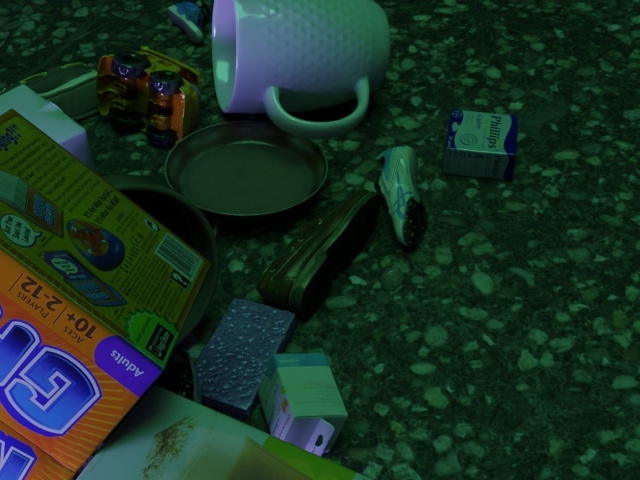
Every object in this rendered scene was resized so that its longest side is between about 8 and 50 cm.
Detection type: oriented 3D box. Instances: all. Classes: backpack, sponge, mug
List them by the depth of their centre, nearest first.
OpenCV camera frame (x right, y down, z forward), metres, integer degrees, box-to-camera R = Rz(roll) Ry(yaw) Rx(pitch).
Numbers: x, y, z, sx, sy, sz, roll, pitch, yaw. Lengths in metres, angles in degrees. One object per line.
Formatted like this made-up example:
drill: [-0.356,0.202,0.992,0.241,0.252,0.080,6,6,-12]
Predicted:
backpack: [-0.246,0.254,1.565,0.152,0.115,0.182,5,61,-3]
sponge: [-0.129,0.188,1.696,0.117,0.031,0.210,14,48,16]
mug: [-0.029,-0.358,2.090,0.328,0.276,0.374,-3,57,-16]

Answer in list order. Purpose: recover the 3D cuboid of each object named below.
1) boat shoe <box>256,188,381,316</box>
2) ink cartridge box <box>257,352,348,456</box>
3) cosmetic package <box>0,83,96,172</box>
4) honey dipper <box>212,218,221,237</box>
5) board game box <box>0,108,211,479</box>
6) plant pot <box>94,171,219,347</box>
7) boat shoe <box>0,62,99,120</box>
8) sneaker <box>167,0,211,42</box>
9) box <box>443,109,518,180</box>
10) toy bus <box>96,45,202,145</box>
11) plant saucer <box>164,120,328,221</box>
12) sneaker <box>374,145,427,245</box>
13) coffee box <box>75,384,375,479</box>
boat shoe: [0.000,0.000,1.827,0.104,0.110,0.307,20,45,24]
ink cartridge box: [-0.026,0.253,1.570,0.090,0.092,0.143,3,40,-24]
cosmetic package: [-0.635,-0.113,1.925,0.385,0.156,0.217,-33,53,-29]
honey dipper: [-0.197,-0.005,1.893,0.030,0.030,0.160,4,44,6]
board game box: [-0.410,0.106,1.339,0.356,0.356,0.356,39,17,-10]
plant pot: [-0.373,0.014,1.714,0.323,0.323,0.280,-25,34,-23]
boat shoe: [-0.587,-0.283,2.125,0.324,0.116,0.097,-26,45,-28]
sneaker: [-0.284,-0.512,2.385,0.085,0.058,0.152,-30,45,-15]
box: [0.316,-0.189,2.038,0.137,0.072,0.126,7,46,7]
toy bus: [-0.318,-0.310,2.141,0.220,0.149,0.211,25,35,21]
plant saucer: [-0.141,-0.127,1.987,0.311,0.050,0.310,1,41,-1]
sneaker: [0.146,-0.079,1.936,0.086,0.085,0.237,-19,45,20]
coffee box: [-0.140,0.444,1.221,0.334,0.338,0.337,20,48,20]
